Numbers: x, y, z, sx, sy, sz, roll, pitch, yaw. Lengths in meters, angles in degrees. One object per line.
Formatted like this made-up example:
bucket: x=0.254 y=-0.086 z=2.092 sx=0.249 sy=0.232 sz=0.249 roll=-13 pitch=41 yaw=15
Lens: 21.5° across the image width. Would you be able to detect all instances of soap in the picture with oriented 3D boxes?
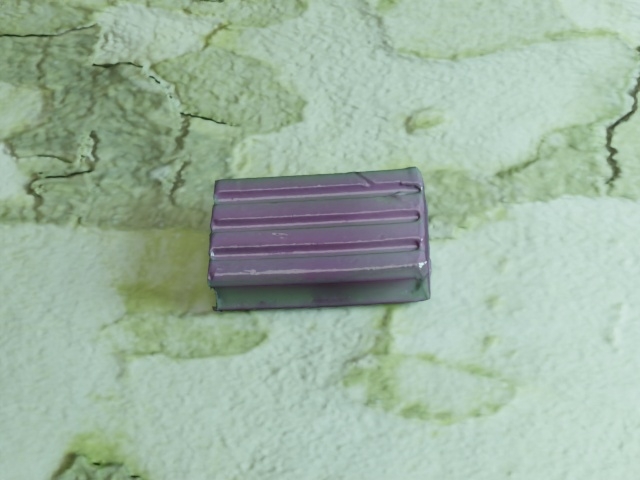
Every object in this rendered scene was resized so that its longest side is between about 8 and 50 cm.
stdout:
soap: x=0.000 y=0.000 z=1.562 sx=0.203 sy=0.065 sz=0.122 roll=-2 pitch=57 yaw=6
